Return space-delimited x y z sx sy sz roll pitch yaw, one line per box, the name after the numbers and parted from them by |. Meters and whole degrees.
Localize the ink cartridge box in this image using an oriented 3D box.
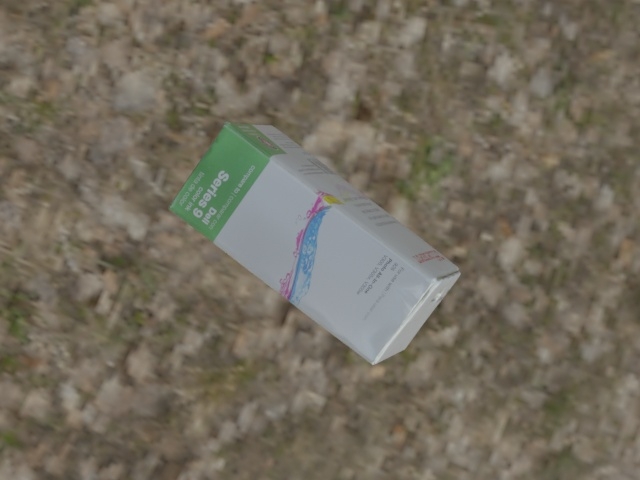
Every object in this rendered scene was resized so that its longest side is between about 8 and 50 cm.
0.000 0.000 1.451 0.093 0.212 0.154 -56 172 9 | ink cartridge box
